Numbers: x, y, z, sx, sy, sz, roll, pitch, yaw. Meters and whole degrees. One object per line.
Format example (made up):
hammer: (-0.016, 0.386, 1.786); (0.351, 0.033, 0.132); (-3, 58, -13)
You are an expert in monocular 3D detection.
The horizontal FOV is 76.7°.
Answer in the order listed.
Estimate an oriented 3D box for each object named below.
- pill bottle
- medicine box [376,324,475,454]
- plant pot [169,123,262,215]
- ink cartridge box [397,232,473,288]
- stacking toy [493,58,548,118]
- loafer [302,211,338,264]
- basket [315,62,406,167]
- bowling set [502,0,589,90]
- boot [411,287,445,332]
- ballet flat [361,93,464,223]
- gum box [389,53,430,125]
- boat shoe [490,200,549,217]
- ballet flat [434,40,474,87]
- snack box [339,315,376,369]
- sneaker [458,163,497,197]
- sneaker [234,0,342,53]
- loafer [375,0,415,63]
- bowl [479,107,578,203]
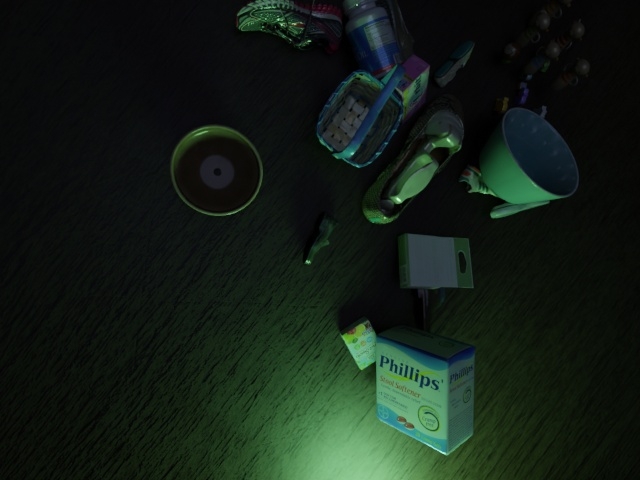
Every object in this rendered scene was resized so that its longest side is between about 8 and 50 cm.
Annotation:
pill bottle: (0.141, -0.564, 1.128); (0.124, 0.124, 0.221); (-26, 104, -9)
medicine box: (0.314, 0.437, 1.239); (0.149, 0.263, 0.289); (-10, 101, -40)
plant pot: (-0.282, -0.190, 1.105); (0.237, 0.110, 0.237); (-2, 99, -14)
ink cartridge box: (0.368, 0.070, 1.300); (0.235, 0.056, 0.171); (4, 75, -18)
stacking toy: (0.670, -0.515, 1.328); (0.167, 0.052, 0.221); (6, 95, -15)
loafer: (0.000, 0.000, 1.227); (0.061, 0.062, 0.170); (26, 92, -20)
basket: (0.106, -0.323, 1.090); (0.201, 0.289, 0.255); (34, 87, -15)
bowling set: (0.681, -0.595, 1.230); (0.200, 0.154, 0.287); (-18, 86, -17)
boot: (0.368, 0.224, 1.335); (0.106, 0.082, 0.219); (-9, 98, -10)
ballet flat: (0.311, -0.242, 1.208); (0.164, 0.182, 0.483); (39, 87, -15)
gum box: (0.251, -0.427, 1.174); (0.062, 0.188, 0.107); (43, 87, 17)
boat shoe: (0.665, -0.134, 1.373); (0.226, 0.083, 0.076); (-14, 82, -18)
ballet flat: (0.420, -0.550, 1.269); (0.168, 0.057, 0.052); (-45, 133, -1)
snack box: (0.138, 0.333, 1.315); (0.100, 0.037, 0.141); (-30, 104, -8)
sneaker: (0.524, -0.180, 1.341); (0.161, 0.057, 0.075); (35, 103, -16)
sneaker: (-0.080, -0.582, 1.099); (0.299, 0.121, 0.112); (-3, 100, -14)
loafer: (0.221, -0.592, 1.197); (0.087, 0.094, 0.251); (-33, 115, -32)
bowl: (0.621, -0.236, 1.260); (0.311, 0.163, 0.311); (12, 62, -23)
